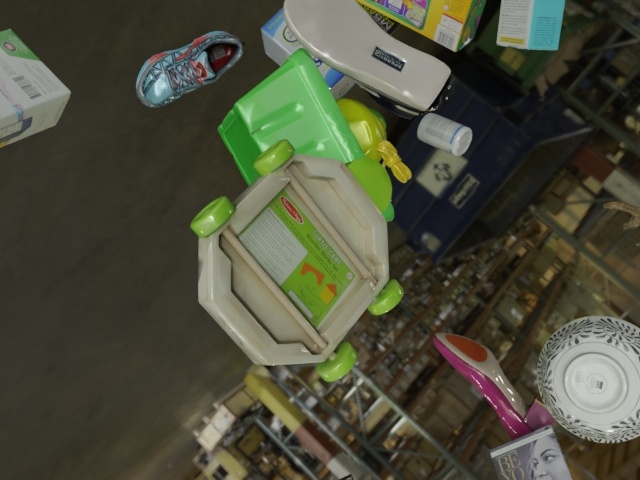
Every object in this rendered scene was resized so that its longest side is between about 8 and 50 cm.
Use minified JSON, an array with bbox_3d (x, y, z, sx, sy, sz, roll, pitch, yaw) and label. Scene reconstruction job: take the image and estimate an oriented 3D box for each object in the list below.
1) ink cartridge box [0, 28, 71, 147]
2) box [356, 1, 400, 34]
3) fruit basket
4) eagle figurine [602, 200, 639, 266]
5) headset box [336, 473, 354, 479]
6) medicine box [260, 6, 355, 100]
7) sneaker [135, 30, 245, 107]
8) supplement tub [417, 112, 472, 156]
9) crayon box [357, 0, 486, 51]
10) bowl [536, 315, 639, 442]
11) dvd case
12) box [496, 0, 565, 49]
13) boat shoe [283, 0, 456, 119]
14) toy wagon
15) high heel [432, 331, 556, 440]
[{"bbox_3d":[-0.542,-0.233,1.077,0.093,0.154,0.212,-43,-179,39],"label":"ink cartridge box"},{"bbox_3d":[0.076,-0.609,1.713,0.060,0.270,0.216,-43,-172,43],"label":"box"},{"bbox_3d":[0.025,-0.191,1.363,0.392,0.392,0.283,-43,-172,-21],"label":"fruit basket"},{"bbox_3d":[0.838,-0.020,1.529,0.298,0.226,0.225,21,122,-33],"label":"eagle figurine"},{"bbox_3d":[0.058,0.557,1.449,0.062,0.083,0.032,-35,169,30],"label":"headset box"},{"bbox_3d":[0.016,-0.599,2.022,0.263,0.289,0.149,-46,169,-9],"label":"medicine box"},{"bbox_3d":[-0.278,-0.373,1.437,0.262,0.104,0.125,-37,-152,-13],"label":"sneaker"},{"bbox_3d":[0.282,-0.240,1.521,0.071,0.107,0.071,-35,142,-33],"label":"supplement tub"},{"bbox_3d":[0.215,-0.545,1.433,0.081,0.278,0.165,-42,157,-34],"label":"crayon box"},{"bbox_3d":[0.363,0.183,0.876,0.170,0.170,0.080,-50,155,13],"label":"bowl"},{"bbox_3d":[0.492,0.554,1.536,0.164,0.221,0.018,-32,134,23],"label":"dvd case"},{"bbox_3d":[0.349,-0.437,1.083,0.060,0.100,0.244,-4,111,-17],"label":"box"},{"bbox_3d":[0.076,-0.334,1.248,0.127,0.341,0.158,-58,-174,-7],"label":"boat shoe"},{"bbox_3d":[0.000,0.000,0.873,0.068,0.267,0.344,-13,-149,54],"label":"toy wagon"},{"bbox_3d":[0.428,0.400,1.754,0.127,0.377,0.181,-21,140,-51],"label":"high heel"}]
